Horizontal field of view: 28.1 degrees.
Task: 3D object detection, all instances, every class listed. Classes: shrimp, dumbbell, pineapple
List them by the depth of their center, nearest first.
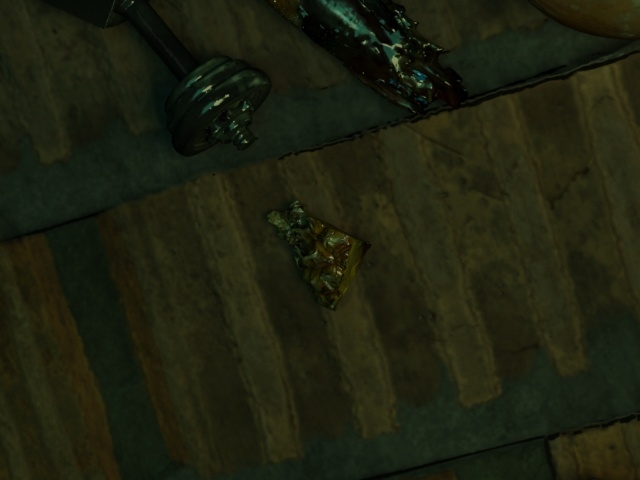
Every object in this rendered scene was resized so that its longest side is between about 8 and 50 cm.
[{"bbox_3d":[0.063,-0.258,1.166,0.222,0.054,0.290,-42,86,11],"label":"shrimp"},{"bbox_3d":[-0.146,-0.185,1.190,0.110,0.110,0.254,-41,84,12],"label":"dumbbell"},{"bbox_3d":[0.000,0.000,1.215,0.077,0.114,0.114,-39,71,-24],"label":"pineapple"}]

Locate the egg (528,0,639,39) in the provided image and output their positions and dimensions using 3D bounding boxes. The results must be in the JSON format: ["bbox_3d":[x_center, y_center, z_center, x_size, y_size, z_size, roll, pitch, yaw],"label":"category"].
[{"bbox_3d":[0.260,-0.262,1.069,0.233,0.195,0.195,-13,95,-2],"label":"egg"}]

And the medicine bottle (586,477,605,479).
[{"bbox_3d":[0.349,0.312,1.152,0.258,0.143,0.143,14,99,8],"label":"medicine bottle"}]

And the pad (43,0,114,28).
[{"bbox_3d":[-0.241,-0.284,1.193,0.190,0.004,0.127,27,101,32],"label":"pad"}]
